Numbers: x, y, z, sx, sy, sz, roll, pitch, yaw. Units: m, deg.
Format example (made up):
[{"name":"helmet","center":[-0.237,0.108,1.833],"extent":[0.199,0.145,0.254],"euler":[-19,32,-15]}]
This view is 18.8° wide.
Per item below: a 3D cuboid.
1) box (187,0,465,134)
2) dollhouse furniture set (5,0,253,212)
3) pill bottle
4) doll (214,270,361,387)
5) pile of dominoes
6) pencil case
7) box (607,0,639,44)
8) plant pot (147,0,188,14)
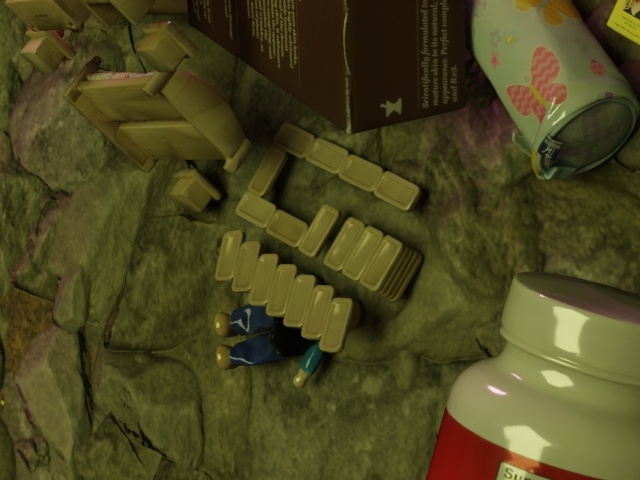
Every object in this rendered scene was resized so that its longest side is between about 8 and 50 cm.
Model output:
[{"name":"box","center":[-0.005,-0.263,1.933],"extent":[0.381,0.143,0.191],"euler":[-138,41,-55]},{"name":"dollhouse furniture set","center":[-0.133,-0.199,2.048],"extent":[0.303,0.355,0.174],"euler":[5,56,55]},{"name":"pill bottle","center":[0.201,0.246,1.713],"extent":[0.229,0.229,0.408],"euler":[23,102,44]},{"name":"doll","center":[-0.030,0.096,2.087],"extent":[0.189,0.046,0.129],"euler":[-18,67,37]},{"name":"pile of dominoes","center":[0.000,0.000,2.061],"extent":[0.251,0.040,0.196],"euler":[29,89,46]},{"name":"pencil case","center":[0.195,-0.188,1.840],"extent":[0.273,0.113,0.124],"euler":[62,149,28]},{"name":"box","center":[0.345,-0.279,1.716],"extent":[0.058,0.087,0.232],"euler":[39,115,42]},{"name":"plant pot","center":[-0.212,-0.360,2.197],"extent":[0.274,0.256,0.256],"euler":[25,105,26]}]
